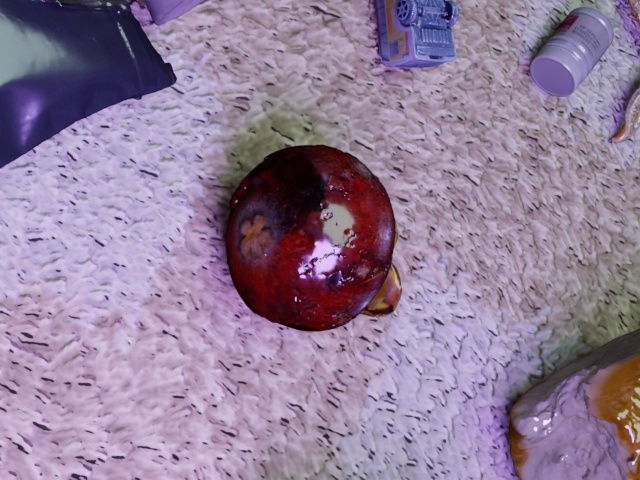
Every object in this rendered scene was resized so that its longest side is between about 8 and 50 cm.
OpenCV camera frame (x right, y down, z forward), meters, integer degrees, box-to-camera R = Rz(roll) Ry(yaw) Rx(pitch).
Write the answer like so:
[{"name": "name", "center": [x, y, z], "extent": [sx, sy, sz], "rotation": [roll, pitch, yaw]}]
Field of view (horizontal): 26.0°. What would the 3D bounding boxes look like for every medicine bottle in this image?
[{"name": "medicine bottle", "center": [0.274, -0.205, 1.510], "extent": [0.058, 0.058, 0.091], "rotation": [49, 59, -17]}]

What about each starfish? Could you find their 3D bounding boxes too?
[{"name": "starfish", "center": [0.394, -0.184, 1.595], "extent": [0.138, 0.050, 0.247], "rotation": [9, 74, -31]}]

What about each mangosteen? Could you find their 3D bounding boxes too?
[{"name": "mangosteen", "center": [0.000, 0.000, 1.244], "extent": [0.180, 0.166, 0.166], "rotation": [16, 72, -58]}]

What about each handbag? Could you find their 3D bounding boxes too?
[{"name": "handbag", "center": [-0.256, -0.198, 1.138], "extent": [0.211, 0.088, 0.254], "rotation": [-31, 96, -31]}]

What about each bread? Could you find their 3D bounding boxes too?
[{"name": "bread", "center": [0.333, 0.224, 1.377], "extent": [0.250, 0.225, 0.279], "rotation": [-24, 97, -29]}]

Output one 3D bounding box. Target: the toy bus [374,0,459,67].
[{"name": "toy bus", "center": [0.087, -0.264, 1.384], "extent": [0.064, 0.075, 0.191], "rotation": [-1, 82, -36]}]

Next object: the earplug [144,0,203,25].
[{"name": "earplug", "center": [-0.160, -0.358, 1.196], "extent": [0.172, 0.172, 0.301], "rotation": [-39, 98, -32]}]
